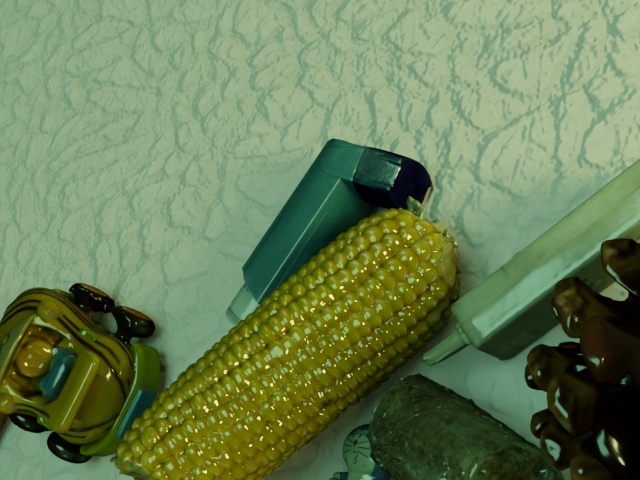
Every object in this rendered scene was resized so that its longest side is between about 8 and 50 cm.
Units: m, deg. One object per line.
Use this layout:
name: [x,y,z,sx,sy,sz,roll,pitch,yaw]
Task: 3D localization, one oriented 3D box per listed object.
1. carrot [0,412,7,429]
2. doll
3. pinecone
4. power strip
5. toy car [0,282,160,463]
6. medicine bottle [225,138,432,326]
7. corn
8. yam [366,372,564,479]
carrot: [-0.462,0.274,1.130,0.057,0.057,0.224,20,88,36]
doll: [0.043,0.221,0.821,0.076,0.050,0.083,-3,72,52]
pinecone: [0.265,0.101,0.607,0.264,0.264,0.264,-11,68,29]
power strip: [0.210,0.031,0.753,0.288,0.093,0.053,-41,59,15]
toy car: [-0.320,0.152,1.020,0.247,0.142,0.200,21,84,34]
medicine bottle: [0.000,0.000,0.908,0.124,0.079,0.258,41,98,36]
corn: [-0.020,0.117,0.804,0.387,0.144,0.144,-43,54,-7]
yam: [0.115,0.184,0.718,0.183,0.107,0.107,20,85,57]
